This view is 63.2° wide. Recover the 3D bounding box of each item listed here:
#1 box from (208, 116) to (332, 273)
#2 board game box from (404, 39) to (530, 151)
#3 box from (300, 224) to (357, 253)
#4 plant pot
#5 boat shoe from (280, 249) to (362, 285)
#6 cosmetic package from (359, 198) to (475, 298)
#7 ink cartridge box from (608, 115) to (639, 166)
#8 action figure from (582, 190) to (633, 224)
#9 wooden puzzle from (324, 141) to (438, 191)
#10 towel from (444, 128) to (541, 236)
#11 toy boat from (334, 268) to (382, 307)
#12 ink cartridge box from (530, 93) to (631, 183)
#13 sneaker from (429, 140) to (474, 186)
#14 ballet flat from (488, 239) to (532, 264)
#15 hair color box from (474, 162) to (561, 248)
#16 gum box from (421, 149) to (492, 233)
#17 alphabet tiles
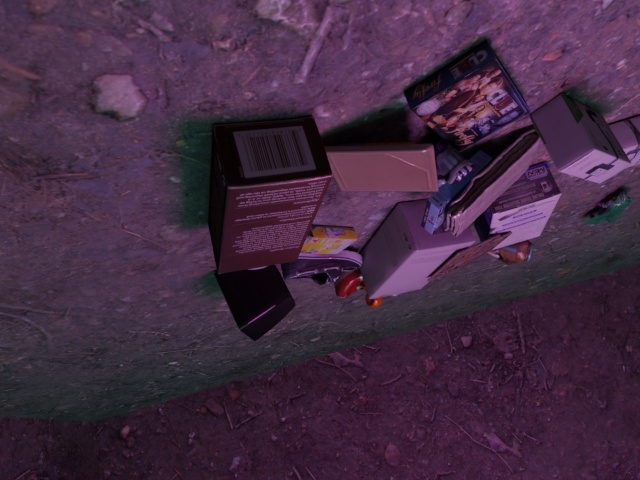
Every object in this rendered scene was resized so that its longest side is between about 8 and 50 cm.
[{"bbox_3d":[-0.118,-0.074,1.048,0.191,0.143,0.381,-9,155,-18],"label":"box"},{"bbox_3d":[0.288,-0.263,0.996,0.165,0.042,0.243,-28,155,28],"label":"board game box"},{"bbox_3d":[0.000,0.000,1.431,0.179,0.043,0.105,0,154,-39],"label":"box"},{"bbox_3d":[-0.179,0.163,1.531,0.167,0.187,0.188,-27,158,-4],"label":"plant pot"},{"bbox_3d":[0.010,0.084,1.538,0.301,0.102,0.108,7,159,-43],"label":"boat shoe"},{"bbox_3d":[0.266,0.032,1.538,0.197,0.155,0.365,-8,157,-21],"label":"cosmetic package"},{"bbox_3d":[0.772,-0.242,1.328,0.191,0.082,0.139,-16,158,3],"label":"ink cartridge box"},{"bbox_3d":[1.021,-0.116,1.821,0.137,0.063,0.232,-15,162,2],"label":"action figure"},{"bbox_3d":[0.129,-0.154,1.081,0.221,0.044,0.239,2,166,16],"label":"wooden puzzle"},{"bbox_3d":[0.409,-0.133,1.257,0.282,0.049,0.187,-43,161,-2],"label":"towel"},{"bbox_3d":[0.165,0.156,1.768,0.231,0.151,0.151,-14,158,-6],"label":"toy boat"},{"bbox_3d":[0.578,-0.221,1.153,0.209,0.152,0.087,3,150,-42],"label":"ink cartridge box"},{"bbox_3d":[0.266,-0.178,1.151,0.083,0.098,0.224,-42,-176,-1],"label":"sneaker"},{"bbox_3d":[0.646,0.028,1.822,0.124,0.116,0.342,12,-176,12],"label":"ballet flat"},{"bbox_3d":[0.565,-0.085,1.528,0.185,0.110,0.339,-17,160,7],"label":"hair color box"},{"bbox_3d":[0.329,-0.115,1.271,0.184,0.041,0.157,-42,162,-11],"label":"gum box"},{"bbox_3d":[0.445,0.039,1.523,0.237,0.009,0.198,-21,161,-24],"label":"alphabet tiles"}]
